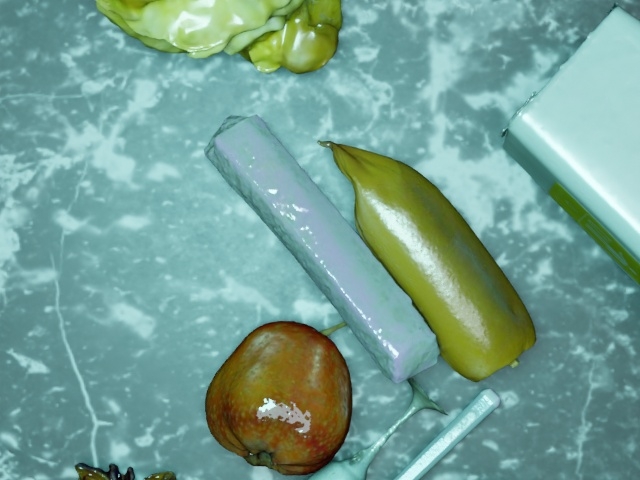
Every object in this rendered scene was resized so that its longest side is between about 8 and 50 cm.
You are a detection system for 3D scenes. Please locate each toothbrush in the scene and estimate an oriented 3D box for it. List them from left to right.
[{"bbox_3d":[0.073,0.286,1.547,0.342,0.030,0.025,-42,76,-10],"label":"toothbrush"}]

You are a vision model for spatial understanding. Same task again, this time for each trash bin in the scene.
[{"bbox_3d":[0.400,-0.073,1.477,0.367,0.256,0.296,42,91,7],"label":"trash bin"}]

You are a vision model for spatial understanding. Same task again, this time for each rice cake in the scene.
[{"bbox_3d":[0.000,0.000,1.517,0.072,0.056,0.365,-33,79,-27],"label":"rice cake"}]

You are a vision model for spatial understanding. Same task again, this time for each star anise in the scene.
[{"bbox_3d":[-0.249,0.297,1.551,0.190,0.070,0.097,7,63,1],"label":"star anise"}]

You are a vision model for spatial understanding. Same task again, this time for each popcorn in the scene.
[{"bbox_3d":[-0.101,-0.312,1.475,0.332,0.225,0.265,29,117,-26],"label":"popcorn"}]

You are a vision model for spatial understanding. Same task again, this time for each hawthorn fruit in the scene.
[{"bbox_3d":[-0.031,0.150,1.520,0.162,0.163,0.204,22,63,-1],"label":"hawthorn fruit"}]

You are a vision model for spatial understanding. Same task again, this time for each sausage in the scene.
[{"bbox_3d":[0.114,0.007,1.532,0.112,0.112,0.328,-36,91,0],"label":"sausage"}]

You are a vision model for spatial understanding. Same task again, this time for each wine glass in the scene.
[{"bbox_3d":[0.030,0.261,1.538,0.074,0.074,0.262,44,85,-1],"label":"wine glass"}]
